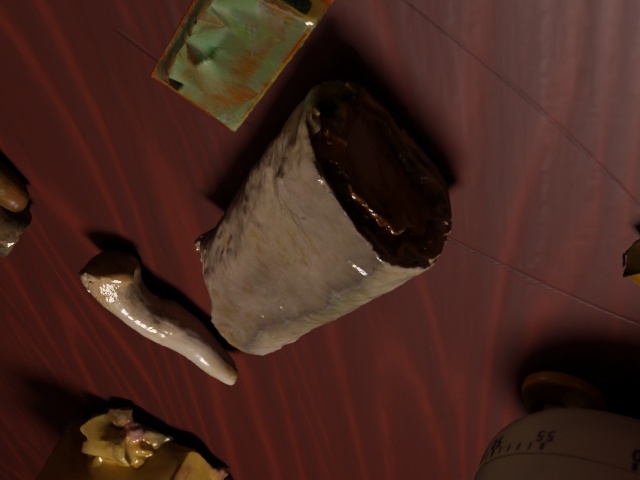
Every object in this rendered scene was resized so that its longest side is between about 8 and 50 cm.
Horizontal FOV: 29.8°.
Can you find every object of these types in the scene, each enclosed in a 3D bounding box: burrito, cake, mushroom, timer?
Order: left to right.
[{"bbox_3d":[-0.257,0.361,1.531,0.222,0.227,0.286,9,146,28],"label":"cake"},{"bbox_3d":[-0.150,0.078,1.190,0.054,0.059,0.202,-38,120,17],"label":"mushroom"},{"bbox_3d":[-0.003,-0.003,0.900,0.143,0.105,0.299,35,151,-7],"label":"burrito"},{"bbox_3d":[0.227,0.251,0.978,0.233,0.240,0.233,19,149,12],"label":"timer"}]

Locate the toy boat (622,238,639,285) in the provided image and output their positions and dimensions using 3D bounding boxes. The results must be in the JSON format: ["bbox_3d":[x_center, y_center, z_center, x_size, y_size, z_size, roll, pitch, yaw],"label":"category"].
[{"bbox_3d":[0.251,0.001,0.768,0.049,0.047,0.149,20,155,-16],"label":"toy boat"}]

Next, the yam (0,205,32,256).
[{"bbox_3d":[-0.390,-0.073,1.131,0.252,0.061,0.061,35,149,-13],"label":"yam"}]

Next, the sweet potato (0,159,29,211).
[{"bbox_3d":[-0.380,-0.131,1.023,0.346,0.079,0.108,40,176,-24],"label":"sweet potato"}]

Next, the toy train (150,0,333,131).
[{"bbox_3d":[-0.036,-0.138,0.717,0.072,0.099,0.188,31,149,-10],"label":"toy train"}]
